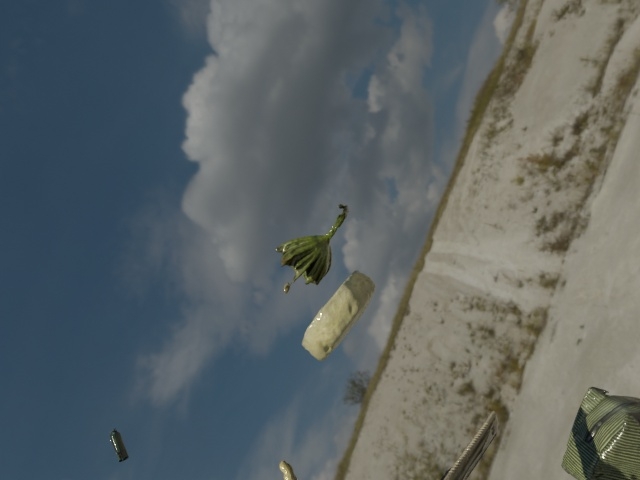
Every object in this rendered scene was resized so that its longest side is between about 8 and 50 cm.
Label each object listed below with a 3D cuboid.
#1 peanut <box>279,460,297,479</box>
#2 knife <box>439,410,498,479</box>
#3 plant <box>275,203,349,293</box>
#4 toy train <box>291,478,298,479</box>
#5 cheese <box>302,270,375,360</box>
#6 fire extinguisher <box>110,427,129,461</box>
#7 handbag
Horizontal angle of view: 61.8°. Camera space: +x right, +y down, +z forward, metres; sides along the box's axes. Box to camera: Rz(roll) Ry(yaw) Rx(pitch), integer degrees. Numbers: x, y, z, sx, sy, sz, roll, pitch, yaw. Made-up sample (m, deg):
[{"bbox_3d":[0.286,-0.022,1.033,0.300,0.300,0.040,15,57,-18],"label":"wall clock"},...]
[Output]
[{"bbox_3d":[-0.092,0.680,1.560,0.037,0.083,0.037,-22,-39,-19],"label":"peanut"},{"bbox_3d":[0.327,0.499,1.200,0.365,0.043,0.089,-27,-56,-49],"label":"knife"},{"bbox_3d":[0.023,0.025,1.777,0.180,0.333,0.251,60,-156,4],"label":"plant"},{"bbox_3d":[-0.086,0.702,1.414,0.072,0.099,0.188,-9,-38,-18],"label":"toy train"},{"bbox_3d":[0.064,0.258,1.831,0.326,0.115,0.318,-49,-11,-17],"label":"cheese"},{"bbox_3d":[-0.493,0.493,1.300,0.025,0.083,0.038,-33,-27,0],"label":"fire extinguisher"},{"bbox_3d":[0.808,0.520,1.344,0.247,0.340,0.240,-148,67,-83],"label":"handbag"}]
